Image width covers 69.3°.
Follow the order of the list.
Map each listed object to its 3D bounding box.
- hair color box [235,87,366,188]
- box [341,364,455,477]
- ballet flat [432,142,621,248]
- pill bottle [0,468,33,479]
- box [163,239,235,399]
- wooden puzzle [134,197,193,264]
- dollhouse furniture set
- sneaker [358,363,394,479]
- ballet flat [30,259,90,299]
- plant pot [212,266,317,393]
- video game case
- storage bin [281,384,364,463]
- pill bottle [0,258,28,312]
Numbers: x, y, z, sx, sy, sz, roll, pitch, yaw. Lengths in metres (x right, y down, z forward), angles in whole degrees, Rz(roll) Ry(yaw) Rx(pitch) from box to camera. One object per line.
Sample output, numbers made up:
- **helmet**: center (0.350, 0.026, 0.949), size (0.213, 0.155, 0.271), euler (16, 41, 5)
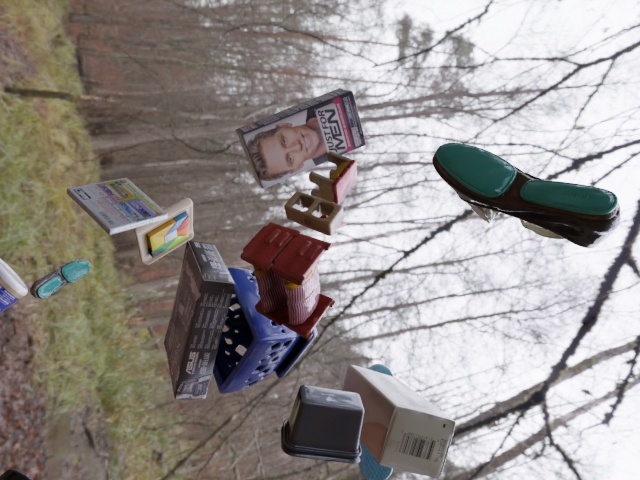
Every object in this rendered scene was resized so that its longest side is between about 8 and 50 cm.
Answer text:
- **hair color box**: center (-0.053, -0.304, 1.369), size (0.105, 0.347, 0.174), euler (48, -20, 60)
- **box**: center (0.156, 0.395, 1.056), size (0.311, 0.147, 0.121), euler (178, -70, -78)
- **ballet flat**: center (0.290, -0.060, 0.698), size (0.280, 0.095, 0.096), euler (31, -29, 35)
- **pill bottle**: center (-0.475, 0.429, 0.611), size (0.219, 0.122, 0.123), euler (-53, 155, -51)
- **box**: center (-0.304, 0.186, 1.132), size (0.242, 0.076, 0.308), euler (44, -60, 58)
- **wooden puzzle**: center (-0.541, -0.024, 1.640), size (0.044, 0.221, 0.239), euler (45, -30, 16)
- **dollhouse furniture set**: center (0.000, 0.000, 1.039), size (0.152, 0.374, 0.201), euler (21, -36, 23)
- **sneaker**: center (0.148, 0.535, 1.403), size (0.208, 0.127, 0.319), euler (113, -16, -75)
- **ballet flat**: center (-0.482, 0.068, 0.853), size (0.041, 0.114, 0.041), euler (14, -57, 22)
- **plant pot**: center (-0.158, 0.226, 1.200), size (0.236, 0.212, 0.236), euler (-57, -134, 32)
- **video game case**: center (-0.595, -0.106, 1.363), size (0.212, 0.193, 0.023), euler (38, -56, 20)
- **storage bin**: center (0.009, 0.298, 0.778), size (0.098, 0.135, 0.091), euler (-111, -146, -75)
- **pill bottle**: center (-0.997, 0.174, 1.308), size (0.153, 0.264, 0.153), euler (40, -23, 21)
